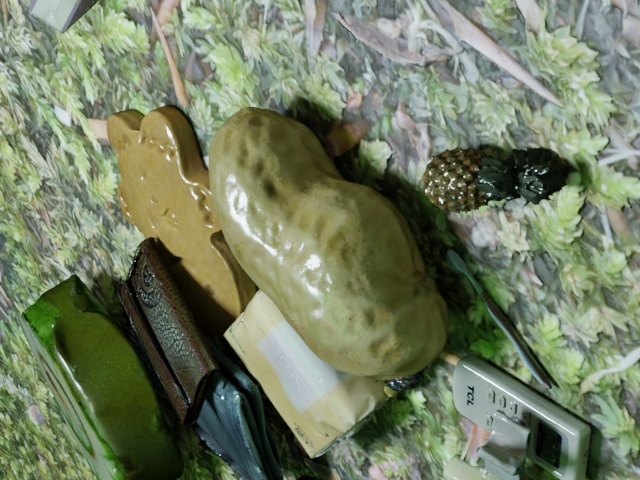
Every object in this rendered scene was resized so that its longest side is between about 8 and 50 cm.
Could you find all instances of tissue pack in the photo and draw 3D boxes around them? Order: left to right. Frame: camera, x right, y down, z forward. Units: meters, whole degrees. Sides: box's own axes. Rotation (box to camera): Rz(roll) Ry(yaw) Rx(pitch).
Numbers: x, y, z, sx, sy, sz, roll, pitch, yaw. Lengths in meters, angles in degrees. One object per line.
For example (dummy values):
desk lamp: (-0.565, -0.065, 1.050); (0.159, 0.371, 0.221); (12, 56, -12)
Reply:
tissue pack: (-0.019, 0.165, 1.886); (0.222, 0.090, 0.186); (56, 149, 7)

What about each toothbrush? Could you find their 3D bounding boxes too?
toothbrush: (0.200, 0.089, 1.603); (0.193, 0.013, 0.019); (53, 153, 10)

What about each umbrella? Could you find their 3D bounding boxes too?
umbrella: (0.112, 0.155, 1.750); (0.040, 0.037, 0.144); (33, 146, 1)

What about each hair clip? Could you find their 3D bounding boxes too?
hair clip: (0.218, 0.285, 1.656); (0.159, 0.071, 0.218); (35, 158, 22)

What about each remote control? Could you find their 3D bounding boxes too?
remote control: (0.228, 0.204, 1.642); (0.190, 0.029, 0.087); (32, 138, 36)

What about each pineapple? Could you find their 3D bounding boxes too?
pineapple: (0.181, -0.062, 1.466); (0.159, 0.074, 0.074); (0, 115, 48)

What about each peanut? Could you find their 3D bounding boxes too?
peanut: (0.000, 0.000, 1.662); (0.387, 0.169, 0.192); (48, 140, 18)

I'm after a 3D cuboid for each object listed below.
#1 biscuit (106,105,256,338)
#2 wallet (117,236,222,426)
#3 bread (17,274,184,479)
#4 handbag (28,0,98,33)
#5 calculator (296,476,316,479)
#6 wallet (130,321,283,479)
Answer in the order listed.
biscuit: (-0.201, -0.021, 2.022); (0.275, 0.052, 0.355); (7, 120, 51)
wallet: (-0.219, 0.128, 2.004); (0.243, 0.039, 0.133); (60, 140, 31)
bread: (-0.352, 0.246, 2.308); (0.366, 0.129, 0.382); (57, 161, 13)
handbag: (-0.295, -0.353, 1.800); (0.095, 0.173, 0.117); (37, 134, -7)
calculator: (0.034, 0.414, 2.065); (0.190, 0.034, 0.126); (5, 121, 53)
wallet: (-0.158, 0.228, 2.100); (0.342, 0.075, 0.237); (33, 146, 49)
